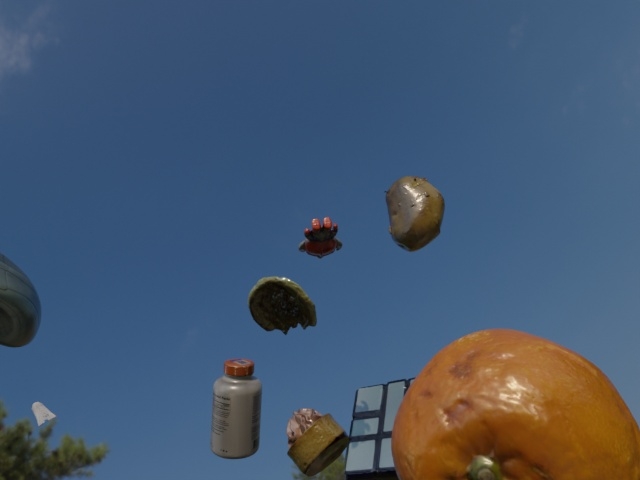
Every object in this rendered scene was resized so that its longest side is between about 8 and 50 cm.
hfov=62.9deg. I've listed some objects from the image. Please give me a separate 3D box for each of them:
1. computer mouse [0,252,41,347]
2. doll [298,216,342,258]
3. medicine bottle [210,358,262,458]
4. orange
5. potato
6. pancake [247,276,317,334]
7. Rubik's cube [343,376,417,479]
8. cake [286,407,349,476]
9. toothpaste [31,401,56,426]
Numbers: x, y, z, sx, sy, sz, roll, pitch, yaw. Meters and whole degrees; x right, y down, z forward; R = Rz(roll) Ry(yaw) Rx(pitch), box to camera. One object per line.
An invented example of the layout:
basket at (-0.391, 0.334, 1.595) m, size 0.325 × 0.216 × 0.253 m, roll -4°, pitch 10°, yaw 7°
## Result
computer mouse at (-0.706, 0.085, 1.081) m, size 0.122 × 0.188 × 0.371 m, roll -38°, pitch -40°, yaw -4°
doll at (-0.001, 0.000, 1.269) m, size 0.104 × 0.062 × 0.194 m, roll -25°, pitch -21°, yaw -11°
medicine bottle at (-0.268, 0.532, 1.680) m, size 0.157 × 0.157 × 0.288 m, roll 2°, pitch -88°, yaw -29°
orange at (0.214, 0.231, 0.583) m, size 0.261 × 0.261 × 0.261 m, roll -14°, pitch -44°, yaw -14°
potato at (0.208, -0.058, 1.153) m, size 0.137 × 0.175 × 0.137 m, roll -1°, pitch -21°, yaw -1°
pancake at (-0.071, 0.115, 0.927) m, size 0.130 × 0.022 × 0.116 m, roll -21°, pitch -74°, yaw 29°
Rubik's cube at (0.264, 0.579, 1.462) m, size 0.284 × 0.293 × 0.288 m, roll -19°, pitch -53°, yaw 26°
cake at (-0.029, 0.621, 1.665) m, size 0.185 × 0.178 × 0.207 m, roll -45°, pitch -34°, yaw -2°
toothpaste at (-0.788, 0.489, 1.481) m, size 0.048 × 0.190 × 0.031 m, roll -26°, pitch -76°, yaw -34°
